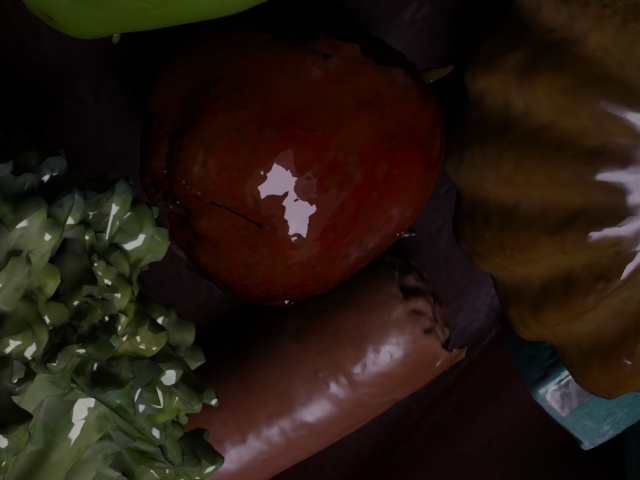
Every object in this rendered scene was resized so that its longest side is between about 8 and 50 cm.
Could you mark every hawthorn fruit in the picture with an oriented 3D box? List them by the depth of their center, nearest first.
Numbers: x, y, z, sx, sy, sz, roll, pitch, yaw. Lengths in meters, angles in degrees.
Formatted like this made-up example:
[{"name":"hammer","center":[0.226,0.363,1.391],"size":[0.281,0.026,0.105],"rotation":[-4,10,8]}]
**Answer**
[{"name":"hawthorn fruit","center":[-0.005,-0.049,0.857],"size":[0.172,0.148,0.148],"rotation":[-23,140,-12]}]

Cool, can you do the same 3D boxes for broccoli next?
[{"name":"broccoli","center":[-0.204,0.121,0.856],"size":[0.338,0.318,0.277],"rotation":[-4,162,35]}]

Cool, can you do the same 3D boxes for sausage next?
[{"name":"sausage","center":[-0.107,0.142,1.045],"size":[0.419,0.094,0.094],"rotation":[-33,148,9]}]

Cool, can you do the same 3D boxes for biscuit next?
[{"name":"biscuit","center":[0.225,-0.043,0.906],"size":[0.325,0.107,0.326],"rotation":[0,116,-1]}]

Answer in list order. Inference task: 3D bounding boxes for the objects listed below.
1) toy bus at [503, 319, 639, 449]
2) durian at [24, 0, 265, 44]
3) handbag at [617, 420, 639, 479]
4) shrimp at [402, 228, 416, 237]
[{"name":"toy bus","center":[0.242,0.024,1.092],"size":[0.261,0.091,0.109],"rotation":[-39,131,15]},{"name":"durian","center":[-0.051,-0.212,0.629],"size":[0.255,0.204,0.340],"rotation":[-6,148,1]},{"name":"handbag","center":[0.306,0.266,1.268],"size":[0.089,0.239,0.326],"rotation":[-8,149,30]},{"name":"shrimp","center":[0.000,0.000,0.999],"size":[0.108,0.023,0.059],"rotation":[-2,145,-24]}]
